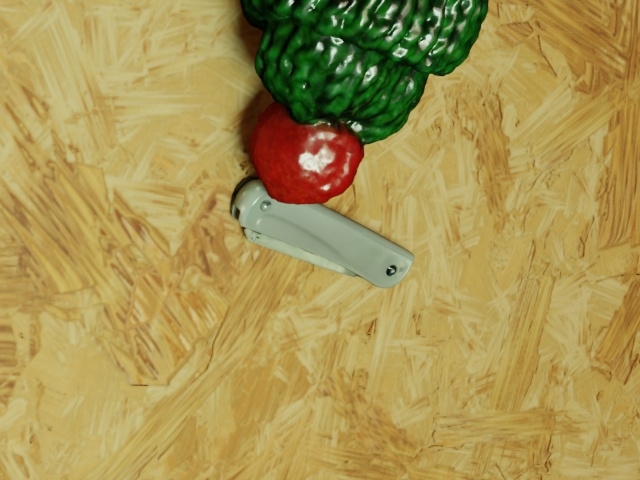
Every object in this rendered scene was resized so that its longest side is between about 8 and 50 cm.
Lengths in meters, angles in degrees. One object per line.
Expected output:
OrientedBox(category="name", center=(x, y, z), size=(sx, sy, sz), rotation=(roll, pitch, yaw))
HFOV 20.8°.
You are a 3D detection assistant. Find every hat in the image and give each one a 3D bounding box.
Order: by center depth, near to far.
OrientedBox(category="hat", center=(0.023, -0.189, 1.835), size=(0.274, 0.242, 0.332), rotation=(16, 99, -27))

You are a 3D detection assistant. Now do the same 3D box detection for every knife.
OrientedBox(category="knife", center=(0.002, -0.003, 1.993), size=(0.265, 0.040, 0.073), rotation=(23, 99, -40))
